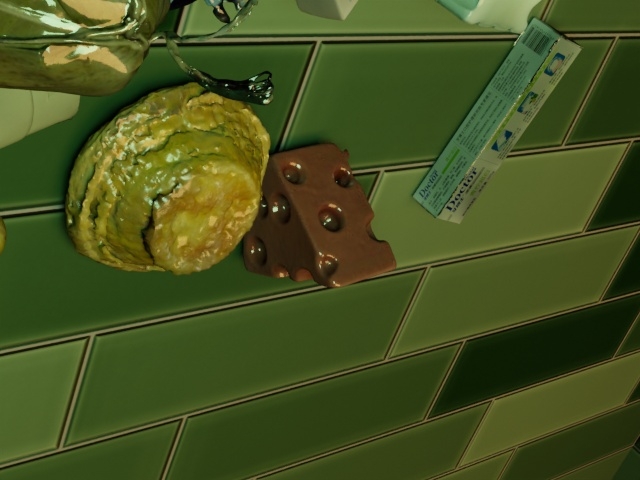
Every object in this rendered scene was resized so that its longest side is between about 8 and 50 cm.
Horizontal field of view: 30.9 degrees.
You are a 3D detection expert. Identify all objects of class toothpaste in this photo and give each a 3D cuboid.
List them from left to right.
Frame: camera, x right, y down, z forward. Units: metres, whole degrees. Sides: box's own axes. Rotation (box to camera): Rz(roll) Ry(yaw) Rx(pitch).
[{"bbox_3d":[0.271,-0.180,1.796,0.081,0.067,0.336,11,118,-52],"label":"toothpaste"}]

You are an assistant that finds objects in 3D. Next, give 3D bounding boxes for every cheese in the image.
[{"bbox_3d":[-0.018,-0.006,1.606,0.128,0.203,0.177,-19,167,-37],"label":"cheese"}]

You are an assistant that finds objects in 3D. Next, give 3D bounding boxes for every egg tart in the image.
[{"bbox_3d":[-0.168,-0.053,1.414,0.294,0.123,0.294,-29,145,-24],"label":"egg tart"}]

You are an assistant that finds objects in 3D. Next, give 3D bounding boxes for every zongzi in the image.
[{"bbox_3d":[-0.305,-0.151,0.953,0.447,0.181,0.418,36,103,-16],"label":"zongzi"}]

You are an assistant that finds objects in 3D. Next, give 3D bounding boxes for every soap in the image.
[{"bbox_3d":[0.160,-0.328,1.403,0.119,0.198,0.066,0,125,-46],"label":"soap"}]

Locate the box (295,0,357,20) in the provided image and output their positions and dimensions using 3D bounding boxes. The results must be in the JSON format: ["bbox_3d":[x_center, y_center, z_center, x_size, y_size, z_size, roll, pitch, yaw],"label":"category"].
[{"bbox_3d":[0.034,-0.376,1.259,0.233,0.067,0.149,-59,146,-23],"label":"box"}]

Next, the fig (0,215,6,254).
[{"bbox_3d":[-0.411,0.005,1.288,0.093,0.093,0.166,-15,175,-37],"label":"fig"}]

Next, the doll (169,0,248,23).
[{"bbox_3d":[-0.157,-0.301,1.137,0.314,0.141,0.177,-4,86,-61],"label":"doll"}]

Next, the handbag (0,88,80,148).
[{"bbox_3d":[-0.325,-0.194,1.164,0.315,0.109,0.241,-36,149,-37],"label":"handbag"}]
